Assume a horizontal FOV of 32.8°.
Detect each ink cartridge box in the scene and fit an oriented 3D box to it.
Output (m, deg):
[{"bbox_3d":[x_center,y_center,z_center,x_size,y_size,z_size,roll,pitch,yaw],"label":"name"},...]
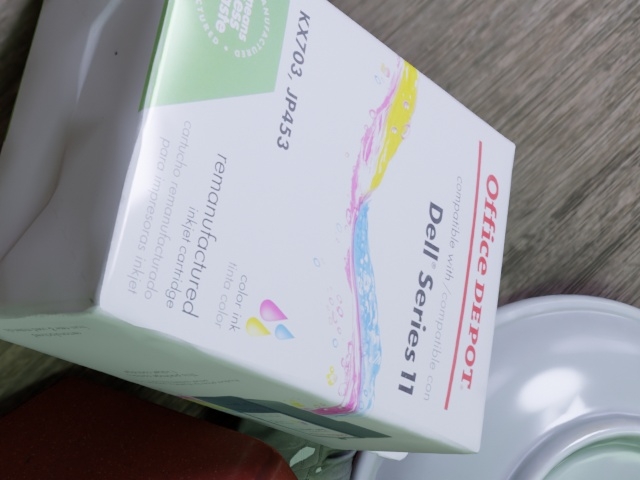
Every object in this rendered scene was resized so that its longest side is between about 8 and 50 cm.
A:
[{"bbox_3d":[0.000,0.000,0.618,0.353,0.119,0.207,27,65,-43],"label":"ink cartridge box"}]

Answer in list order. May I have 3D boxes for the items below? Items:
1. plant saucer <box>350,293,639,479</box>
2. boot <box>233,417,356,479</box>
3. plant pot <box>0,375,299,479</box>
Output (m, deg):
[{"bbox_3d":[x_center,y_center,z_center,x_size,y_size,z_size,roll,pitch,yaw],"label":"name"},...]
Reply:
[{"bbox_3d":[0.216,0.245,0.876,0.401,0.100,0.400,0,90,-17],"label":"plant saucer"},{"bbox_3d":[-0.045,0.121,0.755,0.247,0.083,0.161,11,112,-39],"label":"boot"},{"bbox_3d":[-0.121,0.241,0.657,0.235,0.267,0.267,-56,139,-29],"label":"plant pot"}]
